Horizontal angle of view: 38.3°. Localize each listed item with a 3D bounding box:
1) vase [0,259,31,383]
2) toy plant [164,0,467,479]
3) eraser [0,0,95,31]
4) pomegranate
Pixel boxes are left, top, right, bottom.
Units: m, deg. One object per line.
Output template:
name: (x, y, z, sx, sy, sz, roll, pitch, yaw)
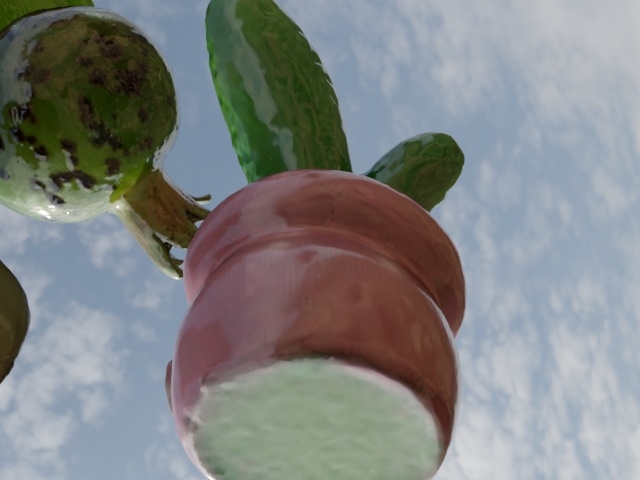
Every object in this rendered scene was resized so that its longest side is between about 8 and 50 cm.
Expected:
vase: (-0.399, -0.014, 0.643, 0.241, 0.329, 0.302, -50, -24, -7)
toy plant: (-0.004, 0.005, 0.693, 0.317, 0.211, 0.356, 59, -152, -33)
eraser: (-0.398, -0.307, 1.131, 0.210, 0.092, 0.274, -31, -60, -24)
pomegranate: (-0.218, -0.114, 0.951, 0.286, 0.231, 0.231, 23, -123, -13)
